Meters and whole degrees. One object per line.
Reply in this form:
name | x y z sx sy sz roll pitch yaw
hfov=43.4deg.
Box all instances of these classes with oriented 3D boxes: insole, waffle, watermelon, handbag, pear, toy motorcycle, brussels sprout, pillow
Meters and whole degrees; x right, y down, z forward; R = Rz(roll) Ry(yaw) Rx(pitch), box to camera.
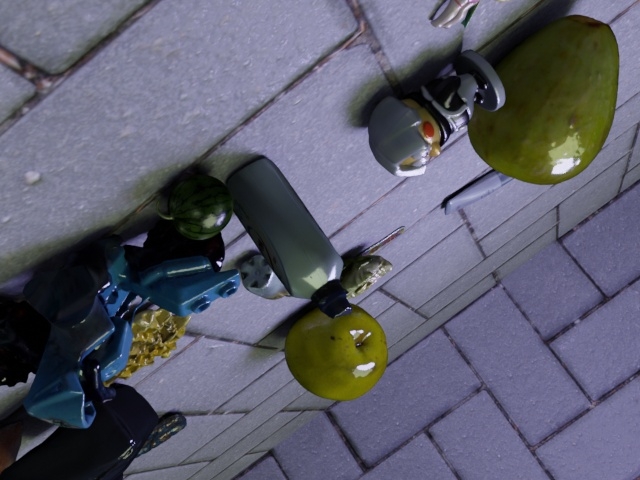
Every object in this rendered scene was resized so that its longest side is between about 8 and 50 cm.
insole | 0.140 0.021 2.072 0.193 0.006 0.065 -33 162 -5
waffle | -0.377 0.210 1.565 0.250 0.056 0.261 -20 160 -35
watermelon | -0.693 0.439 1.603 0.207 0.136 0.202 57 47 -46
handbag | -0.473 0.436 1.626 0.275 0.178 0.302 -43 -179 -4
pear | 0.040 0.302 2.193 0.294 0.294 0.294 -31 161 -12
toy motorcycle | -0.305 0.125 1.201 0.416 0.232 0.172 -29 158 -20
brussels sprout | 0.087 0.090 2.006 0.181 0.100 0.139 -40 165 13
watermelon | -0.183 -0.046 1.202 0.109 0.109 0.109 -31 161 -12
pillow | -0.495 0.571 2.276 0.255 0.034 0.189 -31 161 -13

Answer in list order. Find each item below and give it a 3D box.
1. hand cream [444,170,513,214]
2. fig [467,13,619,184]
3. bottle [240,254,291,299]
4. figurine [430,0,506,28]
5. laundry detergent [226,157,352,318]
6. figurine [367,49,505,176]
hand cream | 0.434 -0.142 2.122 0.255 0.048 0.079 -29 156 -9
fig | 0.435 -0.265 1.515 0.258 0.258 0.326 -10 136 -52
bottle | -0.095 0.089 1.708 0.083 0.083 0.270 -37 162 5
figurine | 0.249 -0.373 1.202 0.187 0.083 0.083 -36 164 34
laundry detergent | -0.038 0.017 1.320 0.105 0.280 0.215 -34 162 -9
figurine | 0.190 -0.211 1.399 0.236 0.133 0.176 -36 160 -9
